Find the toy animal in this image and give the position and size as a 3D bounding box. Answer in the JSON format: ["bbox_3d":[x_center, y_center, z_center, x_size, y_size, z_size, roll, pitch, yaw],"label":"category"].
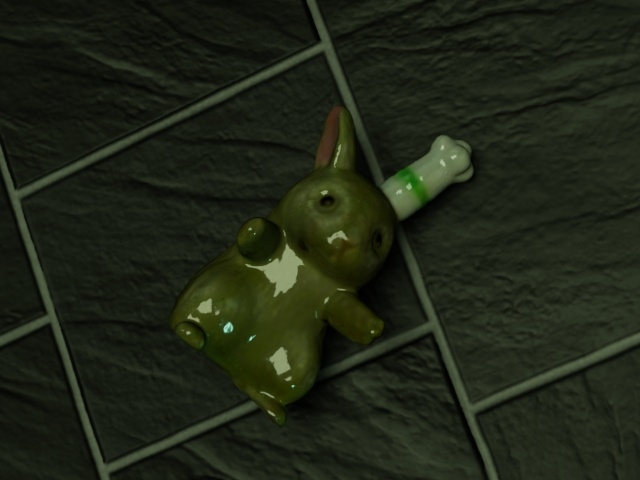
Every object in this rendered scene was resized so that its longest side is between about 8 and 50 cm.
[{"bbox_3d":[-0.004,0.011,2.046,0.181,0.180,0.363,39,102,-14],"label":"toy animal"}]
